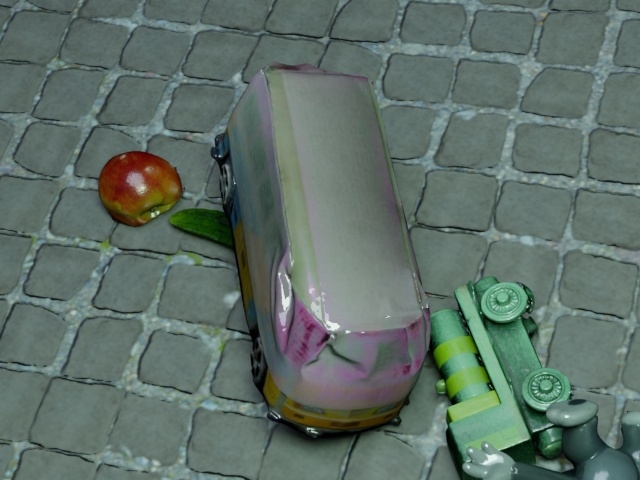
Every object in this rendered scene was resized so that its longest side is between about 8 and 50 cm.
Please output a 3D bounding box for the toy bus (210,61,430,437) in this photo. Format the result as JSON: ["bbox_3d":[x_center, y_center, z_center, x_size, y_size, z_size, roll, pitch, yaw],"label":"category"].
[{"bbox_3d":[0.000,0.000,1.512,0.171,0.162,0.386,-2,54,-14],"label":"toy bus"}]

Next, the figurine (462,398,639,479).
[{"bbox_3d":[0.208,0.244,1.345,0.193,0.140,0.265,36,53,5],"label":"figurine"}]

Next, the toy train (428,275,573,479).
[{"bbox_3d":[0.168,0.131,1.463,0.132,0.083,0.200,-20,53,0],"label":"toy train"}]

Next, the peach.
[{"bbox_3d":[-0.208,-0.068,1.683,0.098,0.061,0.098,-6,61,11],"label":"peach"}]

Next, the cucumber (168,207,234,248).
[{"bbox_3d":[-0.093,-0.009,1.636,0.168,0.039,0.039,19,61,24],"label":"cucumber"}]
